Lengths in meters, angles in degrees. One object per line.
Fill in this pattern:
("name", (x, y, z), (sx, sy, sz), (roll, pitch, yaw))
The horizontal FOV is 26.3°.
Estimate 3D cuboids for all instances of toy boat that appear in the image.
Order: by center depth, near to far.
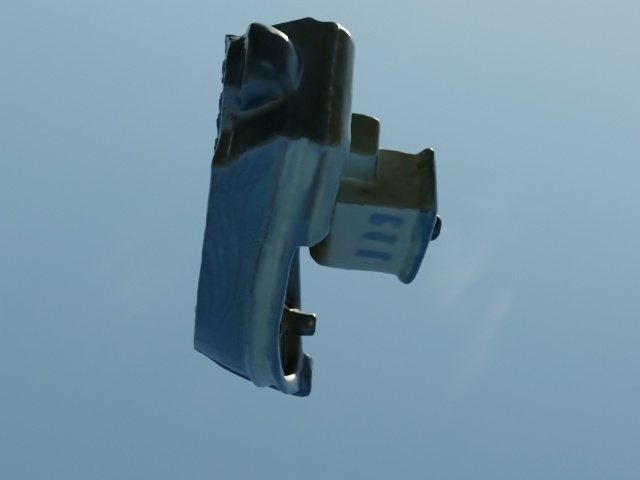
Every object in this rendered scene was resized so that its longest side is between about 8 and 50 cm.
("toy boat", (0.000, 0.000, 0.572), (0.102, 0.215, 0.088), (8, -130, -4))
